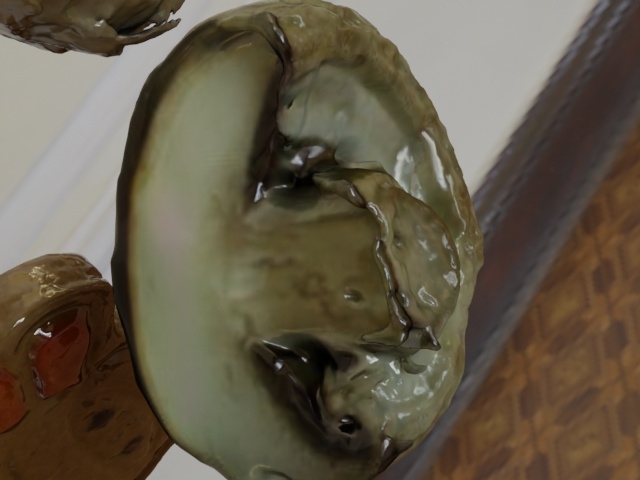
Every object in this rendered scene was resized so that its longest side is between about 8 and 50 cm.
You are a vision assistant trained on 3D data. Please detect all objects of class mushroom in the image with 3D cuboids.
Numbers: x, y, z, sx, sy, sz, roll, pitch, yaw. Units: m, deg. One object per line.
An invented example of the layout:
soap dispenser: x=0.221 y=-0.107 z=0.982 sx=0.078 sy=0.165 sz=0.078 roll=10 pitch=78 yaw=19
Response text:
mushroom: x=-0.005 y=0.006 z=0.818 sx=0.189 sy=0.267 sz=0.164 roll=-27 pitch=-9 yaw=33

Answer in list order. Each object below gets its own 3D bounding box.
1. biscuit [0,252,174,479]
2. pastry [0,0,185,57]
biscuit: x=-0.211 y=0.149 z=1.032 sx=0.381 sy=0.074 sz=0.359 roll=-38 pitch=-24 yaw=-9
pastry: x=-0.098 y=-0.105 z=0.373 sx=0.081 sy=0.153 sz=0.153 roll=-66 pitch=21 yaw=-2
